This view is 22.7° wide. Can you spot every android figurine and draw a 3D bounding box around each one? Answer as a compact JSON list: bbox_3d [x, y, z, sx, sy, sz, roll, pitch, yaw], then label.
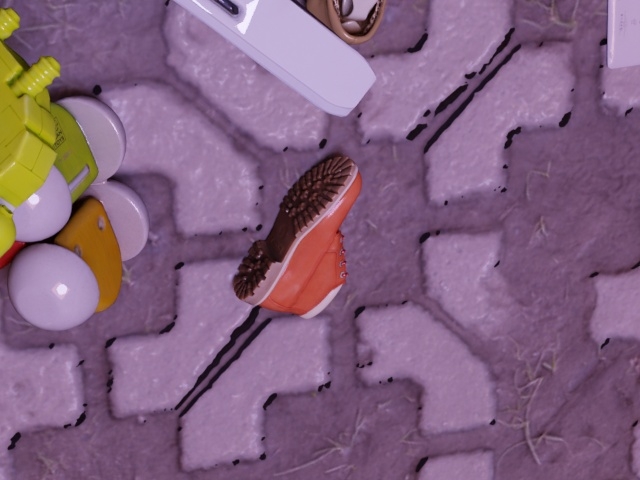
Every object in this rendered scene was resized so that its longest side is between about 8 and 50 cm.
[{"bbox_3d":[-0.305,-0.056,1.181,0.273,0.248,0.056,-42,149,5],"label":"android figurine"}]

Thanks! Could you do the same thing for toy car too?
[{"bbox_3d":[-0.229,-0.023,1.278,0.136,0.159,0.182,-2,119,22],"label":"toy car"}]

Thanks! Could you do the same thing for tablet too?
[{"bbox_3d":[0.284,-0.198,1.442,0.054,0.006,0.083,-10,115,-15],"label":"tablet"}]

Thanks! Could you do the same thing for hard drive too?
[{"bbox_3d":[-0.111,-0.213,1.102,0.233,0.353,0.047,34,98,-28],"label":"hard drive"}]

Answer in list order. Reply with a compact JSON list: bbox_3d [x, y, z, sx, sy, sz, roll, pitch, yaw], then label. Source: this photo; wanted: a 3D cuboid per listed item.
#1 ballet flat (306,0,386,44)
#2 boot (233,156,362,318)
[{"bbox_3d":[0.048,-0.267,1.293,0.080,0.073,0.232,5,110,-21],"label":"ballet flat"},{"bbox_3d":[0.000,0.000,1.403,0.085,0.059,0.158,26,110,-29],"label":"boot"}]
